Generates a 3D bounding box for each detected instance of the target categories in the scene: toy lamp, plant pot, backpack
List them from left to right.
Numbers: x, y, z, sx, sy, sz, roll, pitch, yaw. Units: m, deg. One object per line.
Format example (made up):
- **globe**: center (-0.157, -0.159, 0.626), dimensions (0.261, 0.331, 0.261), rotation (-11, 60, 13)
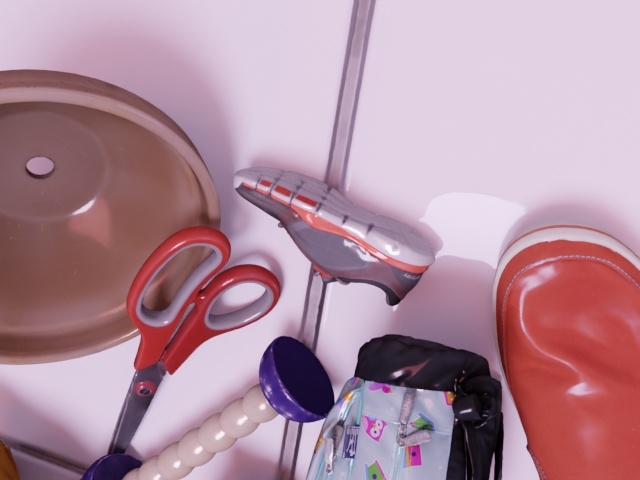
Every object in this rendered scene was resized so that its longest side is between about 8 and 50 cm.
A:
- **plant pot**: center (-0.202, -0.027, 0.457), dimensions (0.237, 0.237, 0.109), rotation (-50, 44, 20)
- **toy lamp**: center (-0.115, 0.177, 0.519), dimensions (0.275, 0.080, 0.080), rotation (-39, 88, 19)
- **backpack**: center (0.050, 0.158, 0.400), dimensions (0.115, 0.152, 0.182), rotation (10, 78, 25)

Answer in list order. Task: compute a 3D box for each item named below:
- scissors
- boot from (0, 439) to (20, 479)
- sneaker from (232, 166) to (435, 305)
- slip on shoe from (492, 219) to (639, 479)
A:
- **scissors**: center (-0.147, 0.104, 0.516), dimensions (0.109, 0.021, 0.297), rotation (26, 118, -35)
- **boot**: center (-0.278, 0.314, 0.579), dimensions (0.211, 0.104, 0.295), rotation (40, 135, 40)
- **sneaker**: center (0.000, 0.000, 0.454), dimensions (0.158, 0.061, 0.065), rotation (28, 115, 11)
- **slip on shoe**: center (0.190, 0.148, 0.402), dimensions (0.123, 0.101, 0.331), rotation (-12, 96, 21)
